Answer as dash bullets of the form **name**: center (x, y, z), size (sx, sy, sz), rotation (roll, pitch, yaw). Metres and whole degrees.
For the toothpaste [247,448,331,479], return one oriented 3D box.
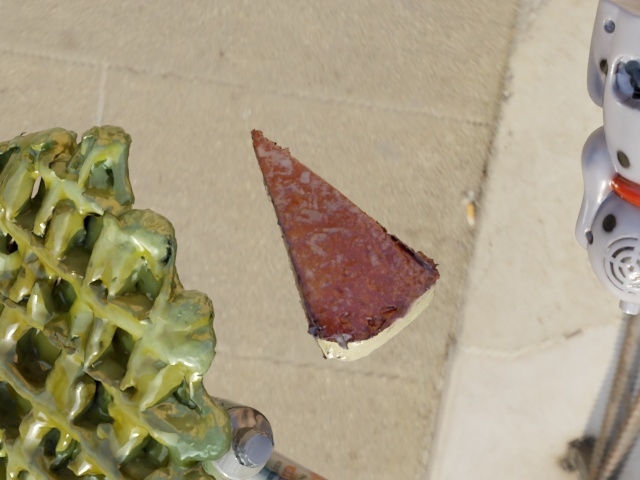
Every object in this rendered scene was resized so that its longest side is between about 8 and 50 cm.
- **toothpaste**: center (0.003, 0.345, 1.744), size (0.323, 0.066, 0.100), rotation (29, 68, 7)

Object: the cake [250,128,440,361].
- **cake**: center (-0.012, 0.015, 1.168), size (0.220, 0.086, 0.117), rotation (38, 72, 19)

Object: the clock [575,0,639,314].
- **clock**: center (0.283, -0.060, 1.064), size (0.188, 0.189, 0.254), rotation (6, 118, -4)

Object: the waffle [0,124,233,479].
- **waffle**: center (-0.182, 0.075, 0.854), size (0.317, 0.073, 0.297), rotation (-9, 100, 44)

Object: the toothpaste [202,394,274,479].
- **toothpaste**: center (-0.087, 0.144, 0.998), size (0.046, 0.248, 0.078), rotation (17, 81, -20)
